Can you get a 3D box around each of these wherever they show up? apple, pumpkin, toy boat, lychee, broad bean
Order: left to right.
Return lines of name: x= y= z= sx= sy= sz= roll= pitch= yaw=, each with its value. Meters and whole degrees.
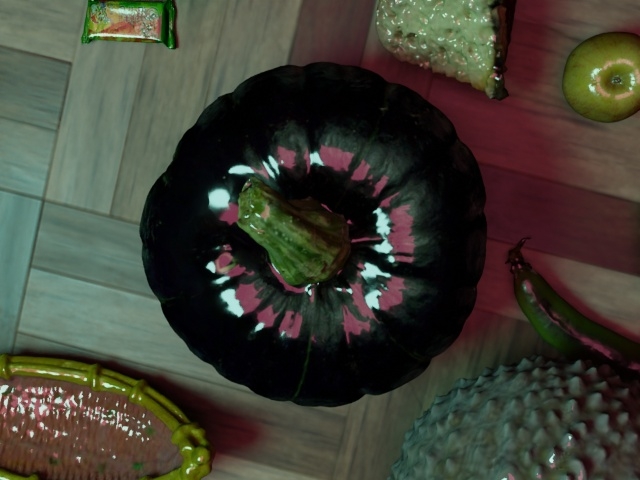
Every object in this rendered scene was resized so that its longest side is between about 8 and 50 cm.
toy boat: x=-0.248 y=0.178 z=0.984 sx=0.317 sy=0.099 sz=0.141 roll=8 pitch=72 yaw=7
pumpkin: x=0.000 y=0.000 z=0.863 sx=0.295 sy=0.296 sz=0.296 roll=1 pitch=96 yaw=5
lychee: x=0.182 y=0.242 z=0.879 sx=0.300 sy=0.300 sz=0.300 roll=1 pitch=96 yaw=5
broad bean: x=0.257 y=0.088 z=0.969 sx=0.227 sy=0.039 sz=0.069 roll=37 pitch=92 yaw=0
apple: x=0.255 y=-0.144 z=0.926 sx=0.084 sy=0.071 sz=0.084 roll=1 pitch=96 yaw=6

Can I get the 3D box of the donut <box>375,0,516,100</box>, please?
donut: x=0.122 y=-0.238 z=0.912 sx=0.126 sy=0.144 sz=0.187 roll=12 pitch=128 yaw=9

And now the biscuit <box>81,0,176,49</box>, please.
biscuit: x=-0.179 y=-0.204 z=0.983 sx=0.089 sy=0.016 sz=0.046 roll=4 pitch=97 yaw=4
